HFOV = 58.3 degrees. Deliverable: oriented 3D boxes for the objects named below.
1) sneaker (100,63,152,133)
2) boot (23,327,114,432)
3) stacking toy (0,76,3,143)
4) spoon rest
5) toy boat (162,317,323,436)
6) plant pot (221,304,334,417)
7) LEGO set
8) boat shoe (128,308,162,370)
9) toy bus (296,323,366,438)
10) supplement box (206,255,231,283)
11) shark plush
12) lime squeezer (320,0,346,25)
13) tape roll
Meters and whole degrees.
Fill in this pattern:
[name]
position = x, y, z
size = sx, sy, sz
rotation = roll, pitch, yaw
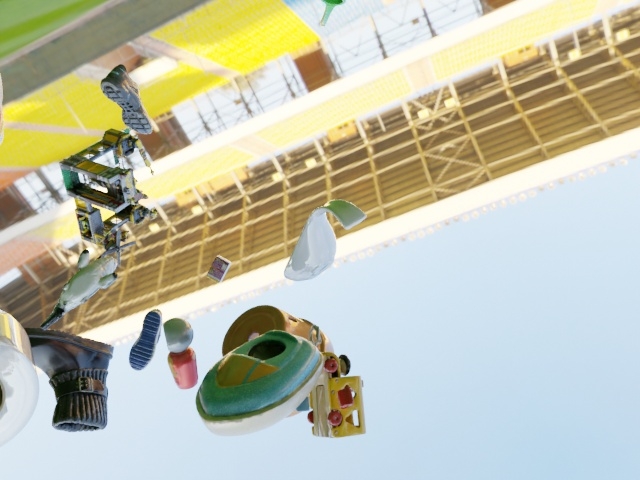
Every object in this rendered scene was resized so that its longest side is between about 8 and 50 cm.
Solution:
[sneaker]
position = -0.623, -0.463, 1.909
size = 0.101, 0.267, 0.106
rotation = 5, -120, 15
[boot]
position = -0.751, 0.399, 1.631
size = 0.131, 0.348, 0.260
rotation = -25, -126, 38
[stacking toy]
position = -0.916, -0.303, 1.424
size = 0.351, 0.350, 0.480
rotation = -34, -179, -13
[spoon rest]
position = 0.000, 0.000, 1.166
size = 0.137, 0.084, 0.276
rotation = -30, 166, -33
[toy boat]
position = -0.170, 0.234, 1.071
size = 0.318, 0.148, 0.267
rotation = 6, -157, 30
[plant pot]
position = -0.134, 0.310, 1.576
size = 0.291, 0.203, 0.290
rotation = -20, -137, 20
[LEGO set]
position = -0.510, -0.115, 1.497
size = 0.192, 0.331, 0.255
rotation = 18, -150, 20
[boat shoe]
position = -0.483, 0.280, 1.620
size = 0.066, 0.066, 0.183
rotation = -81, -165, -83
[toy bus]
position = 0.035, 0.300, 1.159
size = 0.105, 0.202, 0.191
rotation = 4, -150, -29
[supplement box]
position = -0.361, 0.102, 2.032
size = 0.083, 0.055, 0.043
rotation = -61, 179, 5
[shark plush]
position = -0.409, 0.093, 0.989
size = 0.161, 0.073, 0.067
rotation = -63, -171, -19
[lime squeezer]
position = 0.026, -0.548, 1.200
size = 0.059, 0.310, 0.109
rotation = -8, -119, -16
[tape roll]
position = -0.665, 0.258, 1.068
size = 0.246, 0.246, 0.169
rotation = -37, -149, -18
